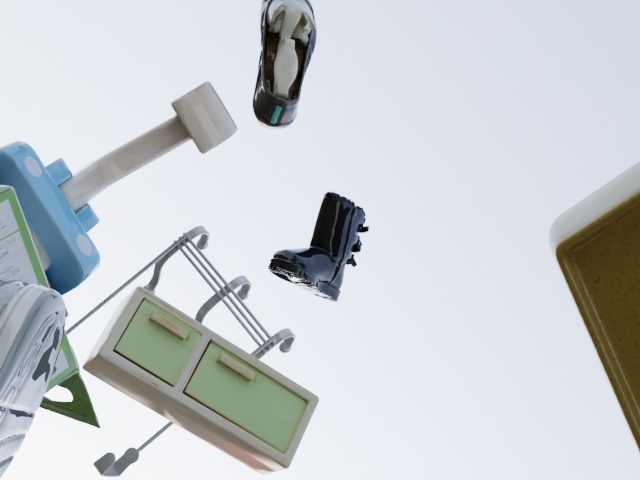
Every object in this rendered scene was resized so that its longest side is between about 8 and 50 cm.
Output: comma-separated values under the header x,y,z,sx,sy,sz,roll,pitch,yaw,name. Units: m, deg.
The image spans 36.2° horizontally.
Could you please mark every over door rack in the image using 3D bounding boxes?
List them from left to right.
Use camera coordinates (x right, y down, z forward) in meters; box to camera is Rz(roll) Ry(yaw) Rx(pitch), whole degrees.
x,y,z,sx,sy,sz,roll,pitch,yaw,name
-0.232,0.157,1.406,0.239,0.324,0.108,48,-18,23,over door rack

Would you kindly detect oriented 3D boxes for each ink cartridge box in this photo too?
x,y,z,sx,sy,sz,roll,pitch,yaw,name
-0.248,0.061,0.723,0.109,0.062,0.209,7,-58,36,ink cartridge box

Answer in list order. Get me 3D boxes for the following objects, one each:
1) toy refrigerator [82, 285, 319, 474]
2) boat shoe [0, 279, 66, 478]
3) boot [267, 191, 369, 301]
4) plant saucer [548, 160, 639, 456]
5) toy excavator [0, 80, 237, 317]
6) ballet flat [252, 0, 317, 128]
x,y,z,sx,sy,sz,roll,pitch,yaw,name
-0.143,0.175,1.203,0.269,0.102,0.094,34,-30,-13,toy refrigerator
-0.269,0.151,0.577,0.103,0.320,0.118,33,-3,4,boat shoe
0.000,0.000,0.963,0.045,0.099,0.121,12,-11,33,boot
0.343,0.057,0.819,0.333,0.081,0.333,-42,-119,47,plant saucer
-0.345,-0.042,1.217,0.433,0.445,0.222,-26,-76,18,toy excavator
-0.048,-0.310,1.544,0.096,0.095,0.280,127,-31,-65,ballet flat
